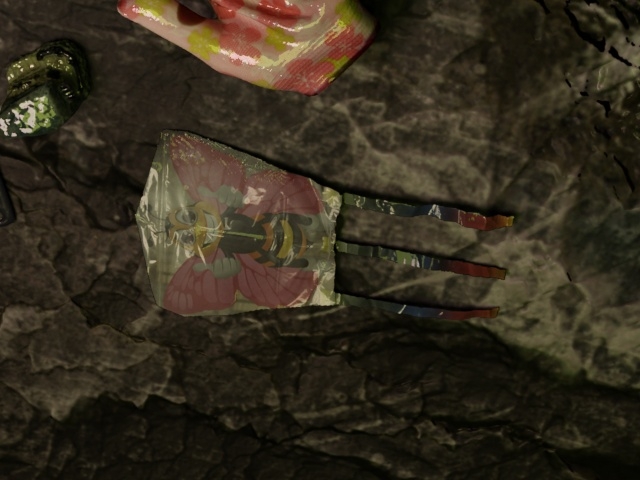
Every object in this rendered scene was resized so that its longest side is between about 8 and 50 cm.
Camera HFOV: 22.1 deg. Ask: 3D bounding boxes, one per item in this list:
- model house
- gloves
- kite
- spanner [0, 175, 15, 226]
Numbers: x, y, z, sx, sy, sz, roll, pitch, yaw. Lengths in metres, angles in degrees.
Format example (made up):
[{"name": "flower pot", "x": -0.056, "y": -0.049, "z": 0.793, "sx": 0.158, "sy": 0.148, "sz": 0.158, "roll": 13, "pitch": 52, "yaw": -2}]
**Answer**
[{"name": "model house", "x": -0.251, "y": -0.133, "z": 1.474, "sx": 0.078, "sy": 0.083, "sz": 0.066, "roll": -18, "pitch": 114, "yaw": 16}, {"name": "gloves", "x": -0.071, "y": -0.224, "z": 1.387, "sx": 0.241, "sy": 0.126, "sz": 0.145, "roll": 41, "pitch": 140, "yaw": -19}, {"name": "kite", "x": 0.000, "y": 0.002, "z": 1.560, "sx": 0.360, "sy": 0.022, "sz": 0.204, "roll": 6, "pitch": 120, "yaw": 4}, {"name": "spanner", "x": -0.325, "y": -0.103, "z": 1.538, "sx": 0.046, "sy": 0.012, "sz": 0.208, "roll": -8, "pitch": 118, "yaw": 9}]
